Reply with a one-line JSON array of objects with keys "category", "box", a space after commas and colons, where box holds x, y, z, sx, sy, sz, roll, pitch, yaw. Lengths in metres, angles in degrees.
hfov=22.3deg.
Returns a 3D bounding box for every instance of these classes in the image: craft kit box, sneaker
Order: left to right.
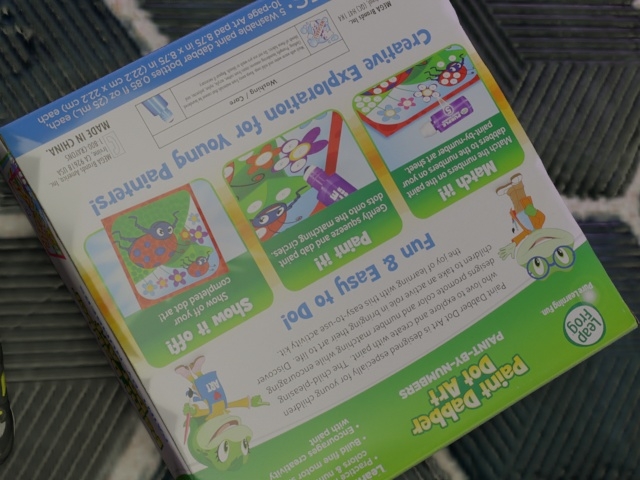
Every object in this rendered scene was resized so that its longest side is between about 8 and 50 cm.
[{"category": "sneaker", "box": [-0.167, 0.068, 0.784, 0.031, 0.035, 0.083, -12, 83, -16]}, {"category": "craft kit box", "box": [0.000, 0.000, 0.834, 0.250, 0.061, 0.247, -28, 85, -18]}]
